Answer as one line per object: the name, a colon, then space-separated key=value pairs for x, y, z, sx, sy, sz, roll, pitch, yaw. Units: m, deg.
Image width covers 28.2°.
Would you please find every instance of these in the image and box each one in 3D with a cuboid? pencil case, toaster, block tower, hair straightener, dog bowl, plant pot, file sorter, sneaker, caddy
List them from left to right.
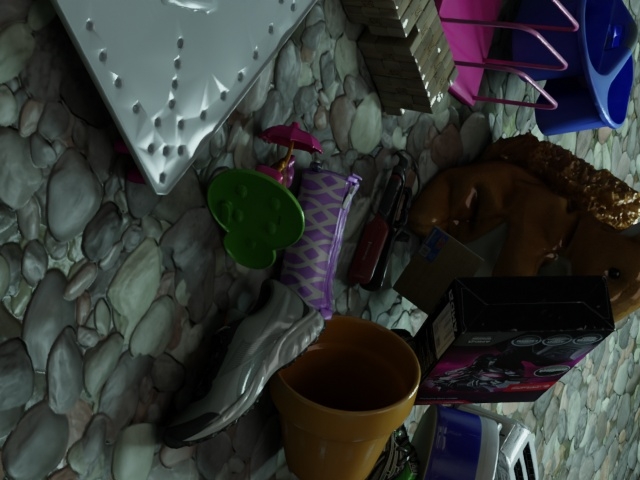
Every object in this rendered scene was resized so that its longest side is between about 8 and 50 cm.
sneaker: x=-0.114 y=0.160 z=1.633 sx=0.108 sy=0.100 sz=0.271 roll=48 pitch=61 yaw=-10
pencil case: x=0.000 y=0.000 z=1.749 sx=0.086 sy=0.088 sz=0.206 roll=10 pitch=92 yaw=-56
plant pot: x=0.023 y=0.240 z=1.783 sx=0.205 sy=0.205 sz=0.188 roll=-38 pitch=146 yaw=-46
sneaker: x=0.099 y=0.304 z=1.951 sx=0.134 sy=0.146 sz=0.343 roll=17 pitch=84 yaw=-58
hair straightener: x=0.105 y=-0.029 z=1.959 sx=0.089 sy=0.047 sz=0.230 roll=38 pitch=63 yaw=-56
block tower: x=0.102 y=-0.319 z=1.802 sx=0.091 sy=0.097 sz=0.335 roll=-59 pitch=145 yaw=-27
dog bowl: x=0.188 y=0.396 z=2.015 sx=0.265 sy=0.104 sz=0.265 roll=-162 pitch=-90 yaw=-89
toaster: x=0.304 y=0.406 z=2.313 sx=0.129 sy=0.146 sz=0.227 roll=-49 pitch=138 yaw=-37
file sorter: x=0.306 y=-0.373 z=2.024 sx=0.202 sy=0.182 sz=0.290 roll=26 pitch=78 yaw=-57
caddy: x=0.462 y=-0.332 z=2.211 sx=0.241 sy=0.179 sz=0.341 roll=63 pitch=31 yaw=-29

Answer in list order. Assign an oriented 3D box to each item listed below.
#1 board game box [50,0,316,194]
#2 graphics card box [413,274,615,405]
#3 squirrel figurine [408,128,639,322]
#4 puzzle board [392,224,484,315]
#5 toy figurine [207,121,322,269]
board game box: x=-0.161 y=-0.317 z=1.422 sx=0.390 sy=0.050 sz=0.390 roll=-57 pitch=143 yaw=-32
graphics card box: x=0.270 y=0.159 z=1.940 sx=0.371 sy=0.233 sz=0.094 roll=113 pitch=-25 yaw=-63
squirrel figurine: x=0.404 y=-0.019 z=2.117 sx=0.397 sy=0.370 sz=0.281 roll=-51 pitch=139 yaw=-37
puzzle board: x=0.185 y=0.053 z=2.011 sx=0.128 sy=0.096 sz=0.011 roll=-57 pitch=167 yaw=19
toy figurine: x=-0.056 y=-0.073 z=1.633 sx=0.173 sy=0.130 sz=0.159 roll=100 pitch=13 yaw=-47
